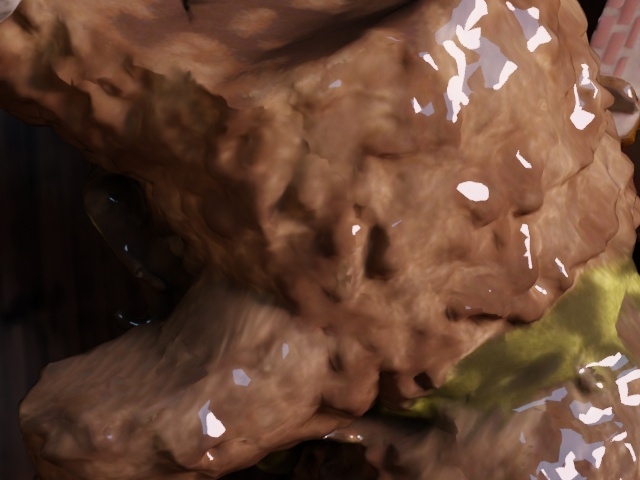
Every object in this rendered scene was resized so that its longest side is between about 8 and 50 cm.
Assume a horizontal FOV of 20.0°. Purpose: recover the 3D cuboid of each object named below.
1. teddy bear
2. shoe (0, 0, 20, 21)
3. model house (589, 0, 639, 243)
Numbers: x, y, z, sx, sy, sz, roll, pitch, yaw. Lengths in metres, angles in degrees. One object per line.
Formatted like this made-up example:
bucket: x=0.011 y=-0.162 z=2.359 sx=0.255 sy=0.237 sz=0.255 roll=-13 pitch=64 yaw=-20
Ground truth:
teddy bear: x=-0.008 y=-0.001 z=0.550 sx=0.296 sy=0.222 sz=0.246 roll=17 pitch=33 yaw=28
shoe: x=-0.169 y=0.028 z=0.389 sx=0.316 sy=0.124 sz=0.159 roll=-29 pitch=95 yaw=-15
model house: x=0.257 y=-0.121 z=0.641 sx=0.169 sy=0.244 sz=0.326 roll=40 pitch=66 yaw=-39
